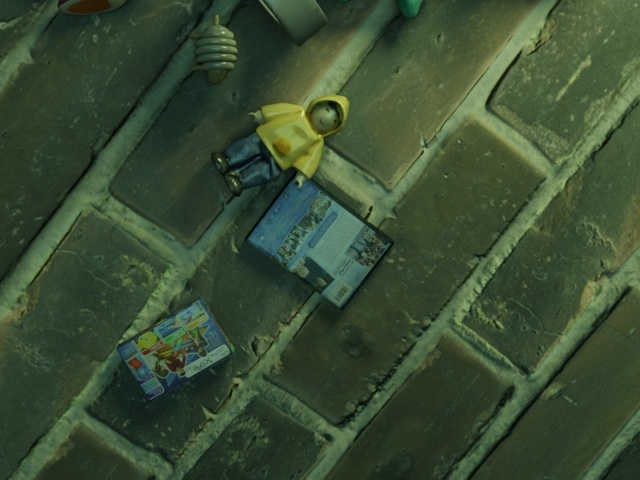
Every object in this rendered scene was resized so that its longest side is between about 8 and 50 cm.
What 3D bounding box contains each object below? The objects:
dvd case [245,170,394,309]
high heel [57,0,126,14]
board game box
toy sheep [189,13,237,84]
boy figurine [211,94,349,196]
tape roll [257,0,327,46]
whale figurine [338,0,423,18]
[{"bbox_3d":[0.000,0.000,1.874,0.253,0.022,0.180,36,95,-11],"label":"dvd case"},{"bbox_3d":[-0.384,-0.507,1.716,0.244,0.082,0.117,-20,75,12],"label":"high heel"},{"bbox_3d":[-0.295,0.223,1.886,0.201,0.035,0.136,-30,103,1],"label":"board game box"},{"bbox_3d":[-0.200,-0.362,1.748,0.091,0.091,0.132,-3,97,-5],"label":"toy sheep"},{"bbox_3d":[-0.062,-0.187,1.794,0.285,0.092,0.177,-28,97,3],"label":"boy figurine"},{"bbox_3d":[-0.083,-0.457,1.669,0.072,0.219,0.219,-41,103,4],"label":"tape roll"},{"bbox_3d":[0.103,-0.532,1.710,0.272,0.141,0.216,39,95,-12],"label":"whale figurine"}]
